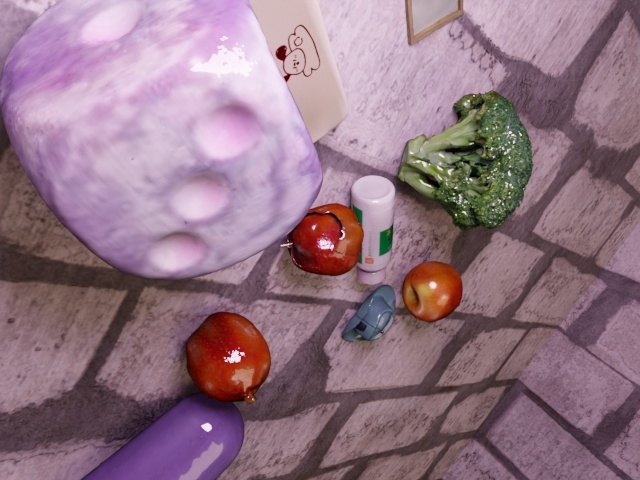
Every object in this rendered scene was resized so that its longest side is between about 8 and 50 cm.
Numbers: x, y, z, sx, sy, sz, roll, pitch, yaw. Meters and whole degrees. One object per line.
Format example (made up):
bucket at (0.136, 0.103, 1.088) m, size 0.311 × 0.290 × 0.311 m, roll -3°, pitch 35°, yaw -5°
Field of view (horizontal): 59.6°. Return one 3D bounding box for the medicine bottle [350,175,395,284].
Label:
medicine bottle at (0.111, -0.014, 1.216) m, size 0.095 × 0.095 × 0.260 m, roll -27°, pitch 139°, yaw -24°

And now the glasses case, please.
glasses case at (-0.054, -0.282, 0.837) m, size 0.131 × 0.070 × 0.313 m, roll -38°, pitch 141°, yaw -11°

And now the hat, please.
hat at (0.143, 0.209, 1.456) m, size 0.191 × 0.078 × 0.138 m, roll -54°, pitch 144°, yaw 9°

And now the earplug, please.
earplug at (-0.351, 0.498, 1.147) m, size 0.456 × 0.215 × 0.215 m, roll -41°, pitch 142°, yaw -13°

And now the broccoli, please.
broccoli at (0.309, -0.168, 1.157) m, size 0.275 × 0.308 × 0.308 m, roll 9°, pitch 124°, yaw -4°

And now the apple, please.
apple at (0.296, 0.131, 1.471) m, size 0.139 × 0.163 × 0.163 m, roll -13°, pitch 132°, yaw -26°

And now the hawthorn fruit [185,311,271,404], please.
hawthorn fruit at (-0.170, 0.236, 1.092) m, size 0.169 × 0.188 × 0.169 m, roll -33°, pitch 146°, yaw -26°

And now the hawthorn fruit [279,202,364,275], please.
hawthorn fruit at (0.000, 0.000, 1.092) m, size 0.172 × 0.148 × 0.148 m, roll -1°, pitch 126°, yaw -20°

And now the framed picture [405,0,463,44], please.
framed picture at (0.199, -0.461, 0.972) m, size 0.136 × 0.010 × 0.201 m, roll -35°, pitch 141°, yaw -17°

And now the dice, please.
dice at (-0.168, -0.137, 0.650) m, size 0.270 × 0.270 × 0.271 m, roll -25°, pitch 141°, yaw 1°
